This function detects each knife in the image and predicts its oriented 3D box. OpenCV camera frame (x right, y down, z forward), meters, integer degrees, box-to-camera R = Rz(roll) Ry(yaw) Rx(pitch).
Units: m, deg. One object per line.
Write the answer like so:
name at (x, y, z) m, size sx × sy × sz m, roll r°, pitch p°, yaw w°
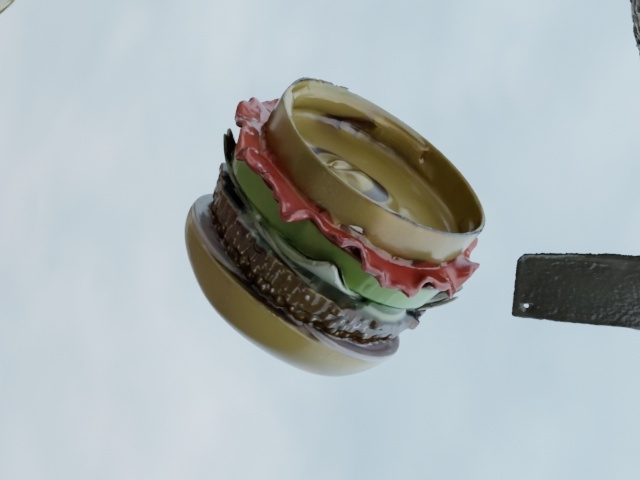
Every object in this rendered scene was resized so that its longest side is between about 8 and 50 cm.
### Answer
knife at (0.261, 0.043, 1.423) m, size 0.019 × 0.245 × 0.072 m, roll -79°, pitch 173°, yaw -48°

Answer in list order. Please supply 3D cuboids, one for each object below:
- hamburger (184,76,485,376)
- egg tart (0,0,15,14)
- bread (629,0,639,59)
hamburger at (0.002, 0.000, 1.149) m, size 0.137 × 0.175 × 0.175 m, roll -53°, pitch -147°, yaw 24°
egg tart at (-0.032, -0.198, 0.400) m, size 0.341 × 0.129 × 0.341 m, roll 11°, pitch 90°, yaw -78°
bread at (0.316, -0.041, 1.469) m, size 0.416 × 0.113 × 0.165 m, roll 67°, pitch -2°, yaw -52°
